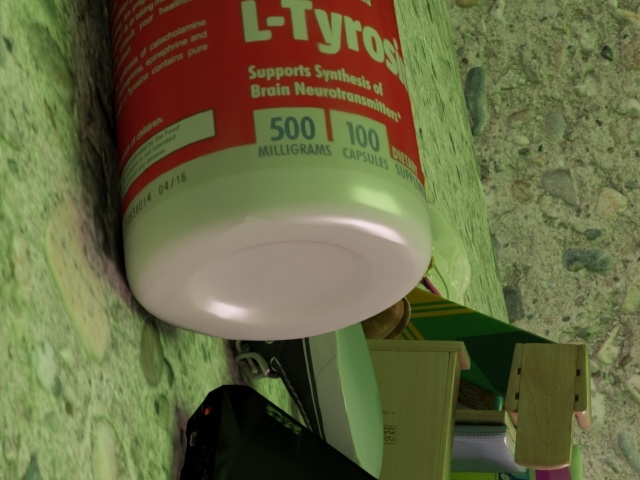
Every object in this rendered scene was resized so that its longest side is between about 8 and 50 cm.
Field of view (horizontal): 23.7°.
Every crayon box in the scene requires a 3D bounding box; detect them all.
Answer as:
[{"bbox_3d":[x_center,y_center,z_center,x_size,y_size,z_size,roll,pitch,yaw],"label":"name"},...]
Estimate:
[{"bbox_3d":[0.138,0.124,1.773,0.081,0.318,0.202,-64,157,-10],"label":"crayon box"}]

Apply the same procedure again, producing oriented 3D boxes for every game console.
[{"bbox_3d":[-0.027,0.293,1.121,0.213,0.044,0.361,39,38,-35],"label":"game console"}]

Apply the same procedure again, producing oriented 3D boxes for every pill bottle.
[{"bbox_3d":[-0.050,-0.147,1.201,0.229,0.229,0.408,55,24,-60],"label":"pill bottle"}]

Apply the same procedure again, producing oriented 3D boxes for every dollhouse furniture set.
[{"bbox_3d":[0.143,0.252,1.570,0.303,0.286,0.198,61,33,-59],"label":"dollhouse furniture set"}]

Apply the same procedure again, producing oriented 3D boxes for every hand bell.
[{"bbox_3d":[0.000,0.000,1.647,0.126,0.126,0.242,61,7,-52],"label":"hand bell"}]

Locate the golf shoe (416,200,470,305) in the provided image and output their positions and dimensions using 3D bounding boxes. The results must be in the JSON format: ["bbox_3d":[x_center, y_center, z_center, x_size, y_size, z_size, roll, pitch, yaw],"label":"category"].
[{"bbox_3d":[0.153,0.059,2.200,0.140,0.115,0.306,52,26,-55],"label":"golf shoe"}]

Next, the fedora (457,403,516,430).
[{"bbox_3d":[0.189,0.309,1.932,0.124,0.243,0.276,-5,90,-49],"label":"fedora"}]

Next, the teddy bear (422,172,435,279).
[{"bbox_3d":[0.069,-0.056,1.846,0.338,0.113,0.245,66,7,-79],"label":"teddy bear"}]

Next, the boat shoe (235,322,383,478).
[{"bbox_3d":[-0.027,0.079,1.362,0.113,0.105,0.306,31,40,-68],"label":"boat shoe"}]

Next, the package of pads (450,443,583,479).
[{"bbox_3d":[0.188,0.365,1.713,0.297,0.229,0.101,-86,170,-49],"label":"package of pads"}]
